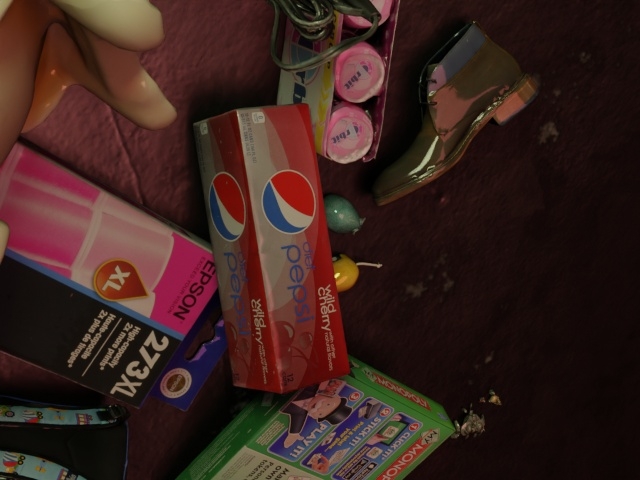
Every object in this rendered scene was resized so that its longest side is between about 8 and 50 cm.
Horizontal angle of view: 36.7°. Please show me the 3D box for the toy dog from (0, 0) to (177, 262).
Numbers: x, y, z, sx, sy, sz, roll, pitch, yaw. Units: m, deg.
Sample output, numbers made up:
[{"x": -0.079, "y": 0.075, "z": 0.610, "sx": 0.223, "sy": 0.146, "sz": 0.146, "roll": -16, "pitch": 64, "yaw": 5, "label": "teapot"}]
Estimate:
[{"x": -0.347, "y": -0.079, "z": 0.626, "sx": 0.395, "sy": 0.284, "sz": 0.408, "roll": 45, "pitch": 79, "yaw": -8, "label": "toy dog"}]

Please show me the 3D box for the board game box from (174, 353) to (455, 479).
[{"x": -0.031, "y": 0.266, "z": 1.075, "sx": 0.213, "sy": 0.046, "sz": 0.317, "roll": 32, "pitch": 109, "yaw": -36, "label": "board game box"}]

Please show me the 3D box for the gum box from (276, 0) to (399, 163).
[{"x": 0.014, "y": -0.174, "z": 0.924, "sx": 0.062, "sy": 0.107, "sz": 0.188, "roll": -3, "pitch": 112, "yaw": -29, "label": "gum box"}]

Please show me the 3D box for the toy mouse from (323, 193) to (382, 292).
[{"x": 0.000, "y": 0.000, "z": 1.031, "sx": 0.161, "sy": 0.031, "sz": 0.143, "roll": -24, "pitch": 119, "yaw": -25, "label": "toy mouse"}]

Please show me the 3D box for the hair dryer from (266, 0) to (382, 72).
[{"x": -0.040, "y": -0.230, "z": 0.812, "sx": 0.080, "sy": 0.224, "sz": 0.293, "roll": 100, "pitch": 11, "yaw": -47, "label": "hair dryer"}]

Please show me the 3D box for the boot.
[{"x": 0.120, "y": -0.137, "z": 1.038, "sx": 0.219, "sy": 0.082, "sz": 0.106, "roll": -39, "pitch": 103, "yaw": -5, "label": "boot"}]

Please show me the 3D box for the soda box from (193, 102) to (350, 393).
[{"x": -0.047, "y": 0.007, "z": 0.918, "sx": 0.083, "sy": 0.092, "sz": 0.263, "roll": -11, "pitch": 94, "yaw": -36, "label": "soda box"}]

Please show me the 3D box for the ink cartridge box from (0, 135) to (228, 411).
[{"x": -0.215, "y": 0.043, "z": 0.918, "sx": 0.371, "sy": 0.069, "sz": 0.175, "roll": 32, "pitch": 92, "yaw": -38, "label": "ink cartridge box"}]

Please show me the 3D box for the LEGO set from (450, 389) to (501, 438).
[{"x": 0.206, "y": 0.233, "z": 1.261, "sx": 0.054, "sy": 0.023, "sz": 0.083, "roll": 34, "pitch": 92, "yaw": -35, "label": "LEGO set"}]

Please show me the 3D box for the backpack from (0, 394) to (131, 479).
[{"x": -0.275, "y": 0.226, "z": 0.908, "sx": 0.173, "sy": 0.158, "sz": 0.117, "roll": 15, "pitch": 121, "yaw": -20, "label": "backpack"}]
